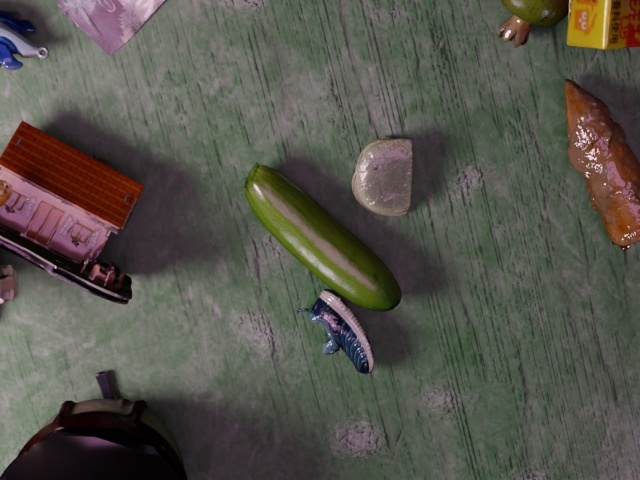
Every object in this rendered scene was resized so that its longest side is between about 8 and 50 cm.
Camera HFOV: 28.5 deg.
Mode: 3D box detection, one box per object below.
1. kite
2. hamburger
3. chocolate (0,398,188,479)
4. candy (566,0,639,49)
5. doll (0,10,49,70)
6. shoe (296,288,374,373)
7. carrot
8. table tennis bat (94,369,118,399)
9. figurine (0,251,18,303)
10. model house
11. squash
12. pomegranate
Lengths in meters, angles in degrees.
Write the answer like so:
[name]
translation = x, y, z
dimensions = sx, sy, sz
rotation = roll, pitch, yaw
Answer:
[kite]
translation = -0.237, -0.412, 1.747
dimensions = 0.310, 0.015, 0.169
rotation = -39, 102, 2
[hamburger]
translation = 0.089, -0.090, 1.834
dimensions = 0.084, 0.054, 0.121
rotation = -4, 109, -8
[chocolate]
translation = -0.310, 0.335, 1.782
dimensions = 0.283, 0.186, 0.284
rotation = 0, 118, 0
[candy]
translation = 0.479, -0.347, 1.766
dimensions = 0.276, 0.088, 0.146
rotation = -8, 108, -28
[doll]
translation = -0.465, -0.282, 1.718
dimensions = 0.195, 0.070, 0.096
rotation = 17, 67, -7
[shoe]
translation = 0.030, 0.141, 1.863
dimensions = 0.071, 0.064, 0.143
rotation = -35, 100, -1
[carrot]
translation = 0.422, -0.121, 1.860
dimensions = 0.102, 0.102, 0.263
rotation = -27, 97, -2
[table tennis bat]
translation = -0.301, 0.267, 1.868
dimensions = 0.095, 0.014, 0.158
rotation = -16, 104, -2
[figurine]
translation = -0.489, 0.059, 1.697
dimensions = 0.162, 0.237, 0.141
rotation = -1, 93, -10
[model house]
translation = -0.358, -0.051, 1.705
dimensions = 0.294, 0.207, 0.154
rotation = 28, 93, -12
[squash]
translation = -0.001, 0.001, 1.823
dimensions = 0.292, 0.082, 0.082
rotation = 41, 93, -10
[pomegranate]
translation = 0.302, -0.340, 1.791
dimensions = 0.114, 0.114, 0.142
rotation = 17, 123, -10
